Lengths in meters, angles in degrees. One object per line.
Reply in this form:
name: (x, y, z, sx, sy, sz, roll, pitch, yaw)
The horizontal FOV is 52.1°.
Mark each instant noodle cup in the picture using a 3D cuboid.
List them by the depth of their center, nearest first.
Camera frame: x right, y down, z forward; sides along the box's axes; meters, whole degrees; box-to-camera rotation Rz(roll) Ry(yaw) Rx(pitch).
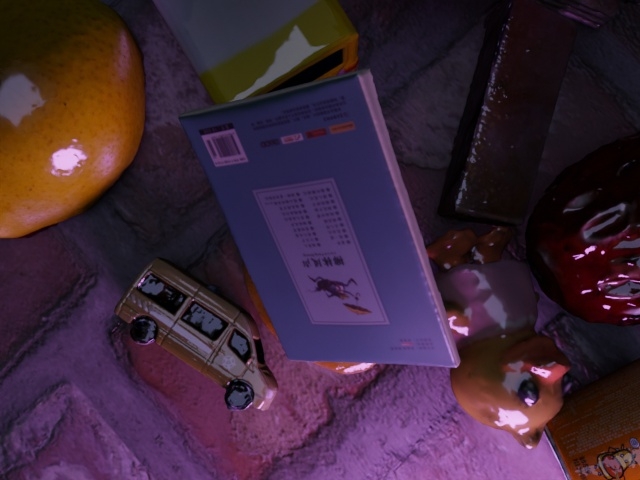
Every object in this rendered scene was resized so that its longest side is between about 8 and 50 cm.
instant noodle cup: (0.397, 0.272, 0.853, 0.172, 0.216, 0.215, -24, 87, 10)

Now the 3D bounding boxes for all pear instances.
pear: (-0.440, -0.192, 0.911, 0.341, 0.191, 0.386, 29, 89, 4)

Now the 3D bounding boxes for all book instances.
book: (0.000, 0.000, 0.788, 0.264, 0.031, 0.379, -3, 120, 35)

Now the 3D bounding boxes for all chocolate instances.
chocolate: (0.263, -0.178, 0.923, 0.112, 0.112, 0.321, 15, 88, -5)

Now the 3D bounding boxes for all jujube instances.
jujube: (0.461, -0.030, 0.835, 0.377, 0.258, 0.258, -25, 87, -4)

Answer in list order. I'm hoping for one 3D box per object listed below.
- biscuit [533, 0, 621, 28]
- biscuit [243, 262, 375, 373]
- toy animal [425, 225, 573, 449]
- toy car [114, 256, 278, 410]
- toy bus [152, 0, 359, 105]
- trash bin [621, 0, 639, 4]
biscuit: (0.243, -0.454, 0.945, 0.426, 0.078, 0.143, 22, 89, 2)
biscuit: (0.007, 0.080, 0.953, 0.260, 0.041, 0.202, 25, 89, 2)
toy animal: (0.225, 0.131, 0.860, 0.196, 0.169, 0.281, -5, 59, -30)
toy car: (-0.157, 0.132, 0.930, 0.257, 0.101, 0.124, 33, 86, 5)
toy bus: (-0.142, -0.370, 0.874, 0.209, 0.249, 0.439, -31, 87, 1)
trash bin: (0.249, -0.419, 0.782, 0.368, 0.255, 0.295, -2, 113, 10)
